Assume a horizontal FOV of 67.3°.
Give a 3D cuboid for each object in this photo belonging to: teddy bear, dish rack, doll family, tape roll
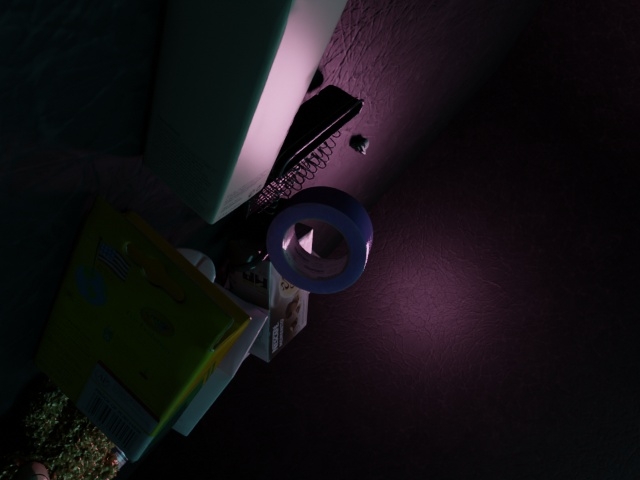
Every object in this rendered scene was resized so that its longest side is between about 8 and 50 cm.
[{"bbox_3d":[-0.390,0.317,0.786,0.338,0.113,0.244,-18,127,-62],"label":"teddy bear"},{"bbox_3d":[-0.046,-0.136,0.846,0.208,0.074,0.271,-43,172,-29],"label":"dish rack"},{"bbox_3d":[-0.228,0.120,1.160,0.193,0.076,0.111,-39,171,-38],"label":"doll family"},{"bbox_3d":[0.000,0.000,0.897,0.189,0.189,0.080,-53,-174,32],"label":"tape roll"}]

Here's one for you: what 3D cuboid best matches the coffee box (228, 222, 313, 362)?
[{"bbox_3d":[-0.116,0.111,1.121,0.168,0.119,0.297,-39,143,-48],"label":"coffee box"}]

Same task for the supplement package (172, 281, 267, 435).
[{"bbox_3d":[-0.272,0.250,1.028,0.293,0.175,0.177,-54,-176,39],"label":"supplement package"}]

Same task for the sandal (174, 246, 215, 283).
[{"bbox_3d":[-0.271,0.116,0.769,0.265,0.102,0.076,-51,-175,4],"label":"sandal"}]

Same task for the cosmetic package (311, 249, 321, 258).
[{"bbox_3d":[-0.167,0.193,1.595,0.385,0.156,0.217,-42,170,-37],"label":"cosmetic package"}]

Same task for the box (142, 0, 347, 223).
[{"bbox_3d":[-0.078,-0.147,0.436,0.094,0.113,0.275,-43,172,-42],"label":"box"}]

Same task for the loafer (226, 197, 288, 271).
[{"bbox_3d":[-0.115,-0.029,0.967,0.220,0.080,0.078,-60,140,-47],"label":"loafer"}]

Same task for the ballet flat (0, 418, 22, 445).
[{"bbox_3d":[-0.475,0.315,0.777,0.057,0.049,0.173,-51,173,28],"label":"ballet flat"}]

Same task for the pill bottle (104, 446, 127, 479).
[{"bbox_3d":[-0.598,0.598,1.344,0.180,0.108,0.108,-44,172,-34],"label":"pill bottle"}]

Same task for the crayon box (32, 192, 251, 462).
[{"bbox_3d":[-0.221,0.110,0.589,0.318,0.202,0.081,-52,173,33],"label":"crayon box"}]

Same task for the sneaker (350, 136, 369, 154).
[{"bbox_3d":[0.108,-0.261,1.292,0.109,0.040,0.043,-28,142,-81],"label":"sneaker"}]
